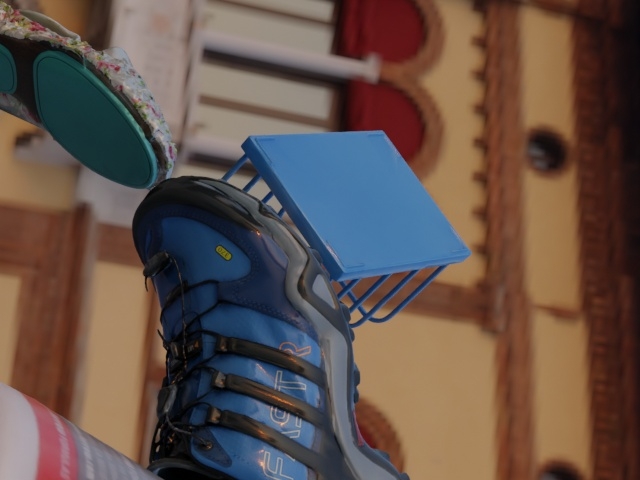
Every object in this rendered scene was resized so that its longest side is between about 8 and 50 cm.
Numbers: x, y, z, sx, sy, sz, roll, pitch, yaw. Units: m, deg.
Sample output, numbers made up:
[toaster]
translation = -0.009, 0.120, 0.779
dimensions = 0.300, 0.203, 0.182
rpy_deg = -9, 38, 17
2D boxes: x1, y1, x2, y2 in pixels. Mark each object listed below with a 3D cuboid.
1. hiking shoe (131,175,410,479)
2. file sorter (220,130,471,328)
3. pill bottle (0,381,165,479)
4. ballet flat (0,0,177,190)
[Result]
[hiking shoe]
translation = -0.047, 0.092, 1.094
dimensions = 0.113, 0.132, 0.304
rpy_deg = -48, -119, 42
[file sorter]
translation = 0.000, 0.000, 1.363
dimensions = 0.104, 0.170, 0.118
rpy_deg = -44, -110, 29
[pill bottle]
translation = -0.044, 0.179, 0.642
dimensions = 0.161, 0.283, 0.161
rpy_deg = -40, -151, 28
[ballet flat]
translation = -0.177, -0.115, 1.300
dimensions = 0.077, 0.241, 0.091
rpy_deg = -37, 148, -42
